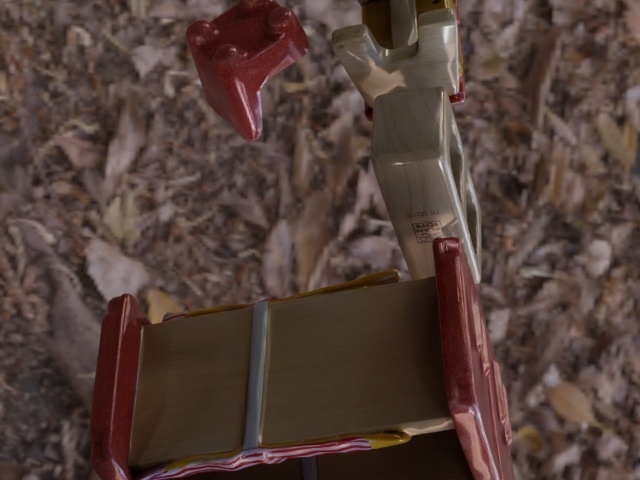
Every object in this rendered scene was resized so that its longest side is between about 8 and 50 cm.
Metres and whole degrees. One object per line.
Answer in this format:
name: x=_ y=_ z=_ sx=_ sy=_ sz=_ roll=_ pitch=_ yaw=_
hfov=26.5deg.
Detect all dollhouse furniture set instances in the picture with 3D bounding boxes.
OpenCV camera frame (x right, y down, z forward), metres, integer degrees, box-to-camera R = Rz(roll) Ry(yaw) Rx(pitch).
dollhouse furniture set: x=0.000 y=0.000 z=0.813 sx=0.152 sy=0.201 sz=0.374 roll=67 pitch=18 yaw=-48
